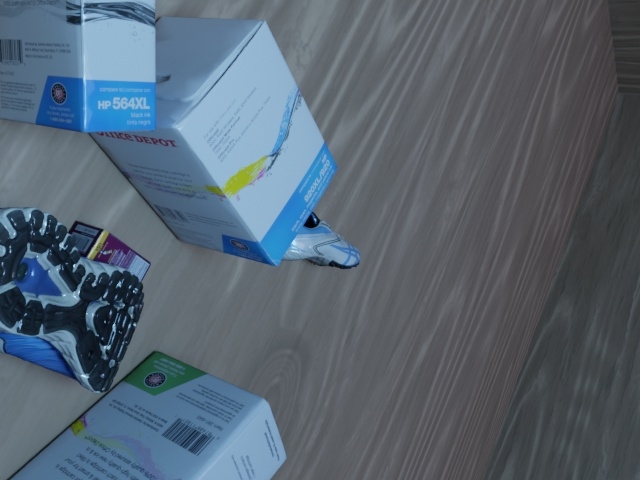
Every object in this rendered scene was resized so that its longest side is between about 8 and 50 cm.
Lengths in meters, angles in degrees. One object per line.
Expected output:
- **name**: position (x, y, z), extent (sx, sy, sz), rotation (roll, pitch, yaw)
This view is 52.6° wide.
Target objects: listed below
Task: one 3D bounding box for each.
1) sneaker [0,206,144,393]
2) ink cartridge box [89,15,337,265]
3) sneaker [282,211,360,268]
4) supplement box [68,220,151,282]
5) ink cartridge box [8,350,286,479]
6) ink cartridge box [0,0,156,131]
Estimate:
- **sneaker**: position (-0.285, 0.055, 0.639), extent (0.330, 0.147, 0.130), rotation (77, 28, -61)
- **ink cartridge box**: position (-0.121, -0.116, 0.760), extent (0.168, 0.171, 0.233), rotation (-58, 142, -24)
- **sneaker**: position (0.000, 0.000, 1.053), extent (0.237, 0.085, 0.086), rotation (15, 82, -59)
- **supplement box**: position (-0.243, 0.019, 0.736), extent (0.043, 0.055, 0.083), rotation (-64, 144, -18)
- **ink cartridge box**: position (-0.208, 0.282, 0.747), extent (0.278, 0.201, 0.117), rotation (-43, 134, -38)
- **ink cartridge box**: position (-0.228, -0.208, 0.596), extent (0.086, 0.148, 0.203), rotation (-13, 112, -51)
